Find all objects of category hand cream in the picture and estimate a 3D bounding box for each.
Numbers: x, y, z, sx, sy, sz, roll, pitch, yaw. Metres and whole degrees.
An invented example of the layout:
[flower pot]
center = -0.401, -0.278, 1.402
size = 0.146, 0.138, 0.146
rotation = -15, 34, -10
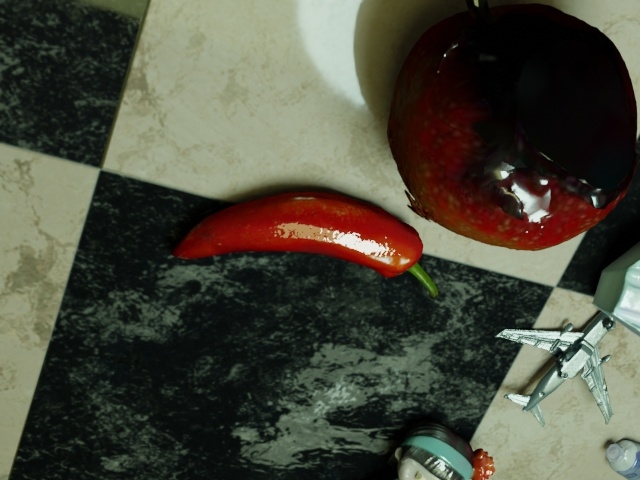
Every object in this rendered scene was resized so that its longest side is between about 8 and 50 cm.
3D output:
[hand cream]
center = 0.515, 0.361, 1.647
size = 0.142, 0.053, 0.084
rotation = 28, 112, -34

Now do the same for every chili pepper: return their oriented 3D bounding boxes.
[chili pepper]
center = -0.003, -0.005, 1.333
size = 0.368, 0.092, 0.137
rotation = 11, 137, -8

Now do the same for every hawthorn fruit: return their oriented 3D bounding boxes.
[hawthorn fruit]
center = 0.223, -0.125, 1.162
size = 0.315, 0.316, 0.316
rotation = -4, 121, -7

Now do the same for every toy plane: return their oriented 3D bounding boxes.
[toy plane]
center = 0.370, 0.178, 1.506
size = 0.226, 0.058, 0.226
rotation = 38, 109, -9

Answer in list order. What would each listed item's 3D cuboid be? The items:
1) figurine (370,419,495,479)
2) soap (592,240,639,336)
[figurine]
center = 0.143, 0.380, 1.563
size = 0.137, 0.110, 0.245
rotation = 29, 117, -25
[soap]
center = 0.570, 0.083, 1.403
size = 0.346, 0.115, 0.208
rotation = 14, 98, -3
